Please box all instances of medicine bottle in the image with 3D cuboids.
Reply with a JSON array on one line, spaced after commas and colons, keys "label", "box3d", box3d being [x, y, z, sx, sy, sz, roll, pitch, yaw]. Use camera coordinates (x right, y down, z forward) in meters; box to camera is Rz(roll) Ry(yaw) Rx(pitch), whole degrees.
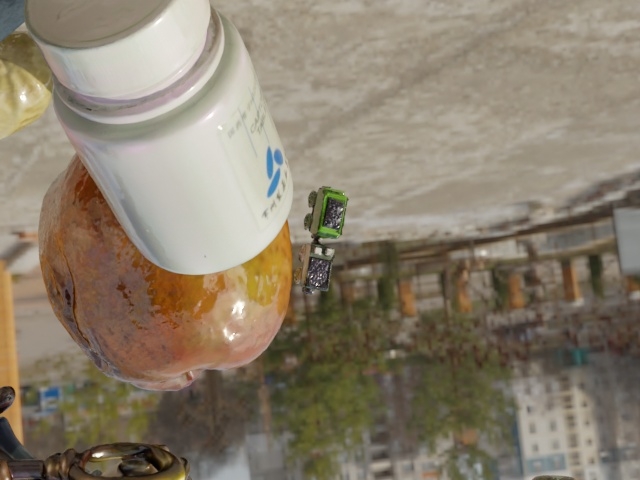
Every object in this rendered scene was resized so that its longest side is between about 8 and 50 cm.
[{"label": "medicine bottle", "box3d": [-0.133, -0.111, 0.942, 0.170, 0.170, 0.293, -8, 145, 10]}]

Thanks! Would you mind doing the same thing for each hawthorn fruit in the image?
[{"label": "hawthorn fruit", "box3d": [-0.271, 0.032, 1.872, 0.472, 0.471, 0.472, -6, 172, -1]}]

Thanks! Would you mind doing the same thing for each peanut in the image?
[{"label": "peanut", "box3d": [-0.538, -0.202, 1.629, 0.340, 0.158, 0.174, -26, -170, 26]}]

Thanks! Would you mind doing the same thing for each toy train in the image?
[{"label": "toy train", "box3d": [0.000, 0.000, 2.005, 0.060, 0.202, 0.081, 10, 179, -22]}]

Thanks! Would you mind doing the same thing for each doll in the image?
[{"label": "doll", "box3d": [-0.314, 0.302, 1.306, 0.340, 0.209, 0.318, 18, 171, 2]}]

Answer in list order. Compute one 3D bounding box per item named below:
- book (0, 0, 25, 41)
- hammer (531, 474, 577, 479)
[{"label": "book", "box3d": [-0.383, -0.189, 0.812, 0.269, 0.032, 0.389, -40, 161, -1]}, {"label": "hammer", "box3d": [0.243, 0.286, 1.138, 0.052, 0.083, 0.031, -2, 175, 16]}]
